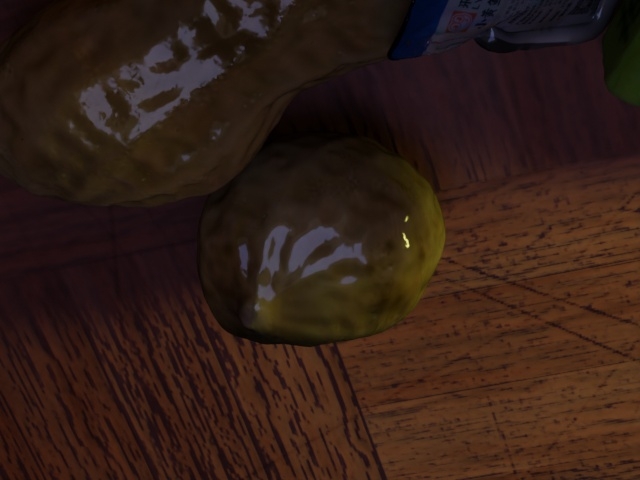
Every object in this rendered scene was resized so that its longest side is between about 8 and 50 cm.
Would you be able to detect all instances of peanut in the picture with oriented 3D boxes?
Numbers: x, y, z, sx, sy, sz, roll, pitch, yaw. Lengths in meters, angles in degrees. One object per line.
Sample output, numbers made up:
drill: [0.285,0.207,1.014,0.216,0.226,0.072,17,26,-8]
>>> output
peanut: [0.000,0.000,1.117,0.159,0.109,0.140,-10,135,-1]
peanut: [-0.062,-0.118,1.024,0.313,0.149,0.149,-33,116,18]

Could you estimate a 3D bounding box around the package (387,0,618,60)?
package: [0.126,-0.175,0.972,0.173,0.027,0.171,-9,135,-37]

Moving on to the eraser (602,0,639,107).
eraser: [0.309,-0.168,0.976,0.210,0.092,0.274,19,126,-8]
